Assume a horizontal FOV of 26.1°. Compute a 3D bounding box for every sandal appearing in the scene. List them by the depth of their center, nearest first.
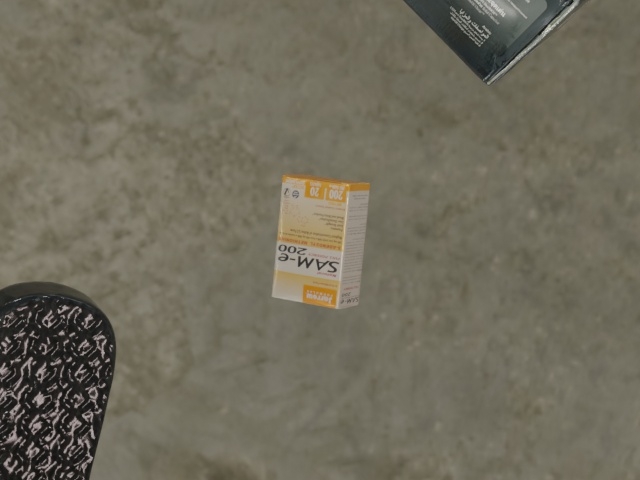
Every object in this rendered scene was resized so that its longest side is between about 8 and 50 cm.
[{"bbox_3d":[-0.290,0.246,1.221,0.107,0.168,0.445,30,102,59],"label":"sandal"}]

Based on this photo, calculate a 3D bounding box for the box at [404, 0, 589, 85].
[{"bbox_3d":[0.035,-0.177,0.561,0.220,0.051,0.175,46,33,2],"label":"box"}]

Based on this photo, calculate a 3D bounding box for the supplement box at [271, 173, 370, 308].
[{"bbox_3d":[0.000,0.000,1.080,0.062,0.036,0.098,8,97,28],"label":"supplement box"}]
